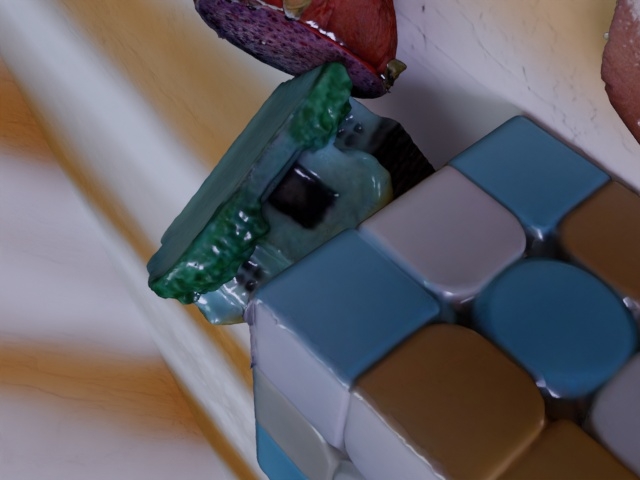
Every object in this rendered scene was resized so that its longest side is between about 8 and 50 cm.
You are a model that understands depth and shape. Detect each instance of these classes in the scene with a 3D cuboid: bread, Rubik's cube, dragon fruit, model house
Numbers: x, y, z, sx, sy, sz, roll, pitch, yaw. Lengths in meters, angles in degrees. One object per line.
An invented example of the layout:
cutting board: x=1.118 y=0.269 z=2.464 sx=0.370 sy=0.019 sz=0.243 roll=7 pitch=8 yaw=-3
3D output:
bread: x=0.261 y=-0.111 z=0.562 sx=0.192 sy=0.067 sz=0.119 roll=54 pitch=153 yaw=6
Rubik's cube: x=0.168 y=0.159 z=0.714 sx=0.346 sy=0.344 sz=0.347 roll=44 pitch=152 yaw=25
dragon fruit: x=-0.002 y=-0.251 z=0.778 sx=0.219 sy=0.148 sz=0.224 roll=26 pitch=176 yaw=-17
model house: x=0.000 y=0.000 z=0.808 sx=0.249 sy=0.280 sz=0.230 roll=38 pitch=175 yaw=-15
